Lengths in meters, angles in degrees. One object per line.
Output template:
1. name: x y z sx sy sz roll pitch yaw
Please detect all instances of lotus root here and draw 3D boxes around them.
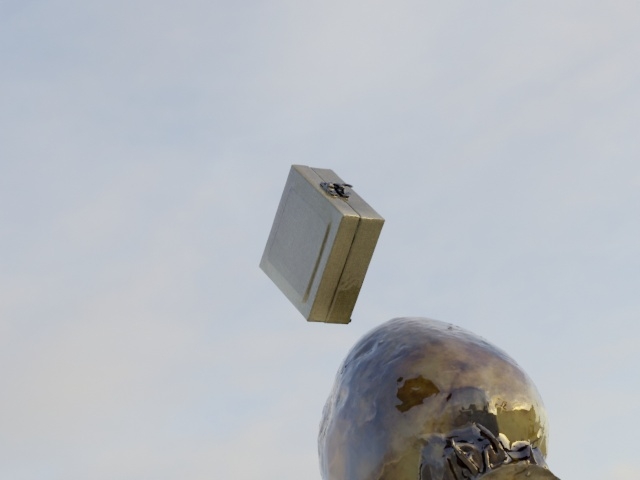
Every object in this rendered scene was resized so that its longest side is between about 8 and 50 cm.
1. lotus root: 0.072 0.141 1.127 0.141 0.169 0.314 21 6 -18

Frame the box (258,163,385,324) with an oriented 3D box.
1. box: 0.000 0.000 1.034 0.035 0.079 0.083 6 -65 -32
